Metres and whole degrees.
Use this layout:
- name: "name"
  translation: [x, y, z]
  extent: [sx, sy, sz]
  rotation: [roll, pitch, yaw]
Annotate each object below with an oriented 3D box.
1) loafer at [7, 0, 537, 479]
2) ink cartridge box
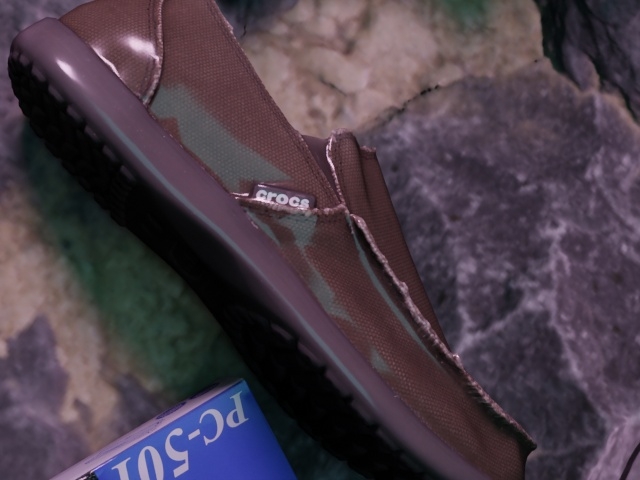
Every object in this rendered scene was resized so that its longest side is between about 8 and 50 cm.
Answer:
- name: "loafer"
  translation: [0.000, 0.000, 0.650]
  extent: [0.130, 0.134, 0.366]
  rotation: [-44, 99, -18]
- name: "ink cartridge box"
  translation: [-0.110, 0.164, 0.640]
  extent: [0.207, 0.046, 0.097]
  rotation: [-29, 95, -20]
